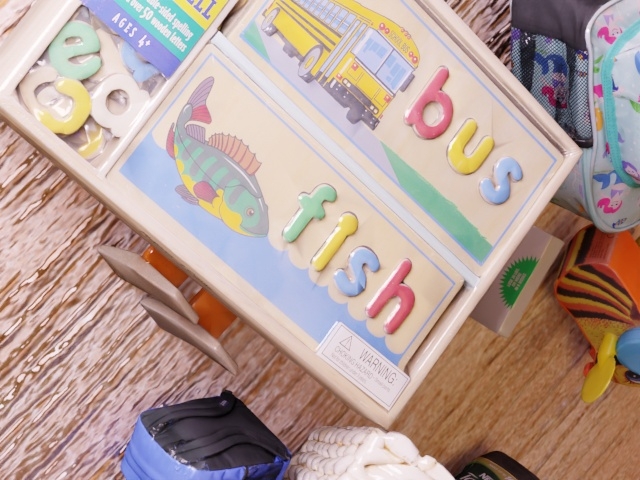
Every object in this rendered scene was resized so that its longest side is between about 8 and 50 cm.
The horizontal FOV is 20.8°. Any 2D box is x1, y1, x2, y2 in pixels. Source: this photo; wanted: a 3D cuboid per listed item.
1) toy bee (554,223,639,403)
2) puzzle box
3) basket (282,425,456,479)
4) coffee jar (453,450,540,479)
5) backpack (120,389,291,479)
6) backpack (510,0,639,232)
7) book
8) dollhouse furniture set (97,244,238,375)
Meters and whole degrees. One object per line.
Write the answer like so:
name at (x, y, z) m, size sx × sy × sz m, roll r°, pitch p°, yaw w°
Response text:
toy bee at (0.316, 0.105, 1.795) m, size 0.195 × 0.162 × 0.298 m, roll -45°, pitch 111°, yaw -41°
puzzle box at (-0.012, -0.084, 1.240) m, size 0.409 × 0.052 × 0.272 m, roll 41°, pitch 78°, yaw -30°
basket at (0.066, 0.344, 1.442) m, size 0.266 × 0.328 × 0.331 m, roll -54°, pitch -177°, yaw -11°
coffee jar at (0.143, 0.283, 1.754) m, size 0.184 × 0.096 × 0.079 m, roll -24°, pitch 134°, yaw -37°
backpack at (-0.100, 0.188, 1.418) m, size 0.120 × 0.098 × 0.101 m, roll 1°, pitch 117°, yaw -49°
backpack at (0.281, -0.136, 1.551) m, size 0.225 × 0.191 × 0.253 m, roll -33°, pitch 138°, yaw -33°
book at (0.130, 0.011, 1.512) m, size 0.035 × 0.144 × 0.096 m, roll 27°, pitch 93°, yaw -52°
dollhouse furniture set at (0.000, 0.000, 1.368) m, size 0.262 × 0.135 × 0.259 m, roll -48°, pitch 141°, yaw -13°
